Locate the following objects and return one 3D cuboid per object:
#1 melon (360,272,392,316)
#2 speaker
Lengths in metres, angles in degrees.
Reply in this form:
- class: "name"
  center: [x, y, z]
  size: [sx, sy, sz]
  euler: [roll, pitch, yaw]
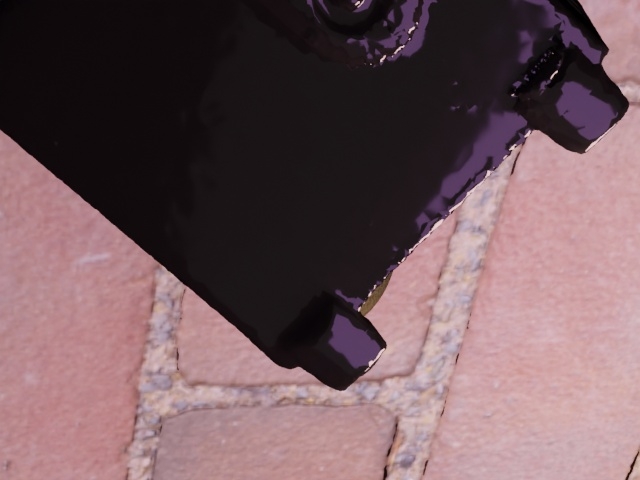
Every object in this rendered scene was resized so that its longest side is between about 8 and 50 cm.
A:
- class: "melon"
  center: [0.000, 0.000, 0.971]
  size: [0.098, 0.098, 0.131]
  euler: [-4, 124, -14]
- class: "speaker"
  center: [-0.010, -0.094, 0.794]
  size: [0.254, 0.184, 0.232]
  euler: [42, 107, -7]
